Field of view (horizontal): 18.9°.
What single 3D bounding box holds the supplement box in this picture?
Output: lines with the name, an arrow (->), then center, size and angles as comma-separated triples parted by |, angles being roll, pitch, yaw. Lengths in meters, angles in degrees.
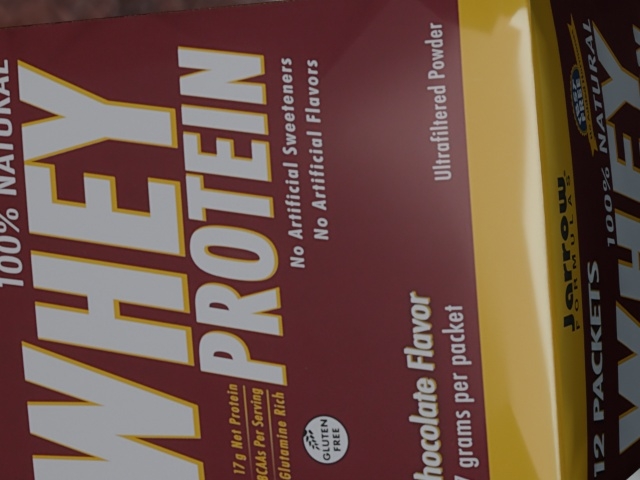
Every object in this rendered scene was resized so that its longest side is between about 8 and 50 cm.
supplement box -> 0.000, 0.000, 0.551 | 0.191, 0.194, 0.129 | -3, 94, 23
